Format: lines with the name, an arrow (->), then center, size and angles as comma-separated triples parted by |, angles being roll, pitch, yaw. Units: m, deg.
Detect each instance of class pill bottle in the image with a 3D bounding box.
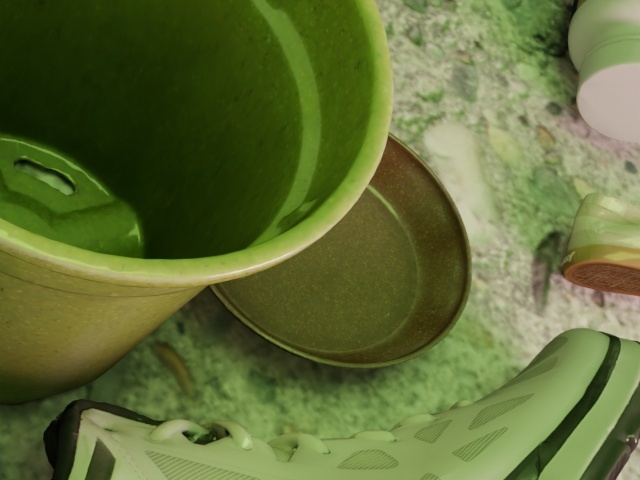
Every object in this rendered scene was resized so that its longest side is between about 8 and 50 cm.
pill bottle -> 0.244, -0.169, 1.144 | 0.112, 0.112, 0.187 | 24, 53, -11

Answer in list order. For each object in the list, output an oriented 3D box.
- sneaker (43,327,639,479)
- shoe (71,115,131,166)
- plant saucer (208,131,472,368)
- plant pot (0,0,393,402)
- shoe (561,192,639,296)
sneaker -> 0.005, 0.122, 0.819 | 0.257, 0.169, 0.447 | 33, 37, 14
shoe -> -0.106, -0.128, 0.978 | 0.081, 0.063, 0.178 | 37, 56, -9
plant saucer -> 0.000, 0.000, 0.966 | 0.198, 0.036, 0.199 | 12, 54, -18
plant pot -> -0.140, -0.045, 0.793 | 0.276, 0.254, 0.276 | 13, 57, -20
shoe -> 0.273, 0.021, 1.066 | 0.219, 0.076, 0.058 | 16, 60, -14
